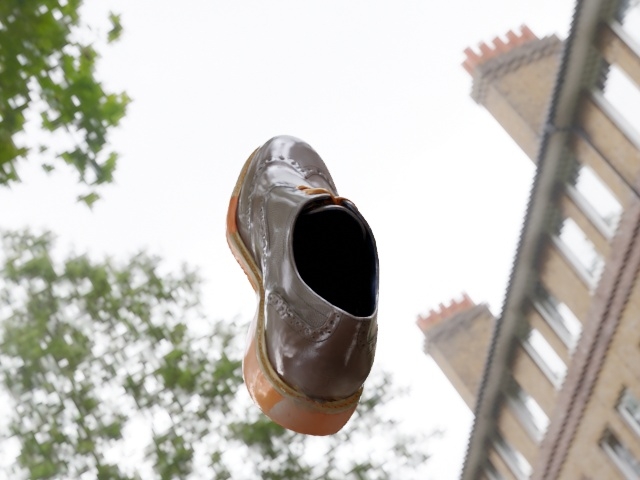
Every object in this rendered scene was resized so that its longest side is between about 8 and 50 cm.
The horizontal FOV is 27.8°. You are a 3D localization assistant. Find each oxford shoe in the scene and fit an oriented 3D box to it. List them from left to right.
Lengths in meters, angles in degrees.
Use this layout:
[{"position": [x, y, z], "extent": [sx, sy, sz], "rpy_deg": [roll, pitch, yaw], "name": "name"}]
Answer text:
[{"position": [0.000, 0.000, 1.135], "extent": [0.130, 0.364, 0.133], "rpy_deg": [14, -55, -20], "name": "oxford shoe"}]
